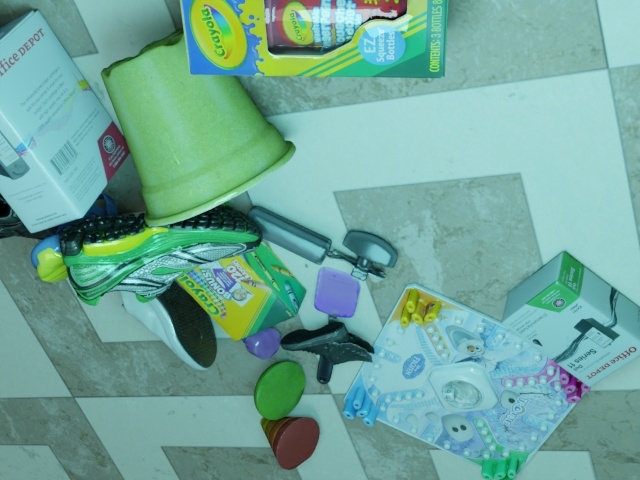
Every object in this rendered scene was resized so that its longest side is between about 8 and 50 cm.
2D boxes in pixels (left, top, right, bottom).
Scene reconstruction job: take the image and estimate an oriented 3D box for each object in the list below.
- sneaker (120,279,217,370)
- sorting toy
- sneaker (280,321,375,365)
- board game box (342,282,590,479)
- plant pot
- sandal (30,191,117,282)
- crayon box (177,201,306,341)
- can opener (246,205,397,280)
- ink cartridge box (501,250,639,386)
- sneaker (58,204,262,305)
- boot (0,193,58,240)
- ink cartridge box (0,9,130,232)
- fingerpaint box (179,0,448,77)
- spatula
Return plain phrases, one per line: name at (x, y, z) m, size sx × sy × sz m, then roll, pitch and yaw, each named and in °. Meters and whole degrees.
sneaker at (-0.319, 0.142, 2.085) m, size 0.123 × 0.106 × 0.290 m, roll -14°, pitch 115°, yaw 43°
sorting toy at (-0.112, 0.311, 2.154) m, size 0.126 × 0.127 × 0.365 m, roll 22°, pitch 138°, yaw 44°
sneaker at (0.012, 0.209, 1.988) m, size 0.170 × 0.051 × 0.089 m, roll -16°, pitch 118°, yaw 24°
board game box at (0.275, 0.298, 2.004) m, size 0.390 × 0.050 × 0.390 m, roll 25°, pitch 132°, yaw 1°
plant pot at (-0.216, -0.200, 1.666) m, size 0.276 × 0.276 × 0.253 m, roll -16°, pitch 109°, yaw 31°
sandal at (-0.442, -0.012, 1.888) m, size 0.126 × 0.317 × 0.138 m, roll -23°, pitch 93°, yaw 12°
crayon box at (-0.179, 0.051, 1.954) m, size 0.165 × 0.081 × 0.278 m, roll -26°, pitch 115°, yaw 35°
can opener at (0.000, 0.000, 1.864) m, size 0.281 × 0.074 × 0.093 m, roll 21°, pitch 98°, yaw 2°
ink cartridge box at (0.443, 0.139, 1.782) m, size 0.208 × 0.086 × 0.153 m, roll 35°, pitch 132°, yaw -10°
sneaker at (-0.267, 0.021, 1.774) m, size 0.344 × 0.134 × 0.146 m, roll -9°, pitch 116°, yaw -14°
boot at (-0.613, -0.058, 1.908) m, size 0.263 × 0.091 × 0.229 m, roll 5°, pitch 173°, yaw 20°
ink cartridge box at (-0.490, -0.202, 1.770) m, size 0.131 × 0.226 × 0.306 m, roll -16°, pitch 119°, yaw 30°
fingerpaint box at (-0.009, -0.445, 1.379) m, size 0.371 × 0.163 × 0.444 m, roll 2°, pitch 129°, yaw 5°
spatula at (0.022, 0.177, 2.015) m, size 0.084 × 0.030 × 0.296 m, roll 13°, pitch 131°, yaw 7°
